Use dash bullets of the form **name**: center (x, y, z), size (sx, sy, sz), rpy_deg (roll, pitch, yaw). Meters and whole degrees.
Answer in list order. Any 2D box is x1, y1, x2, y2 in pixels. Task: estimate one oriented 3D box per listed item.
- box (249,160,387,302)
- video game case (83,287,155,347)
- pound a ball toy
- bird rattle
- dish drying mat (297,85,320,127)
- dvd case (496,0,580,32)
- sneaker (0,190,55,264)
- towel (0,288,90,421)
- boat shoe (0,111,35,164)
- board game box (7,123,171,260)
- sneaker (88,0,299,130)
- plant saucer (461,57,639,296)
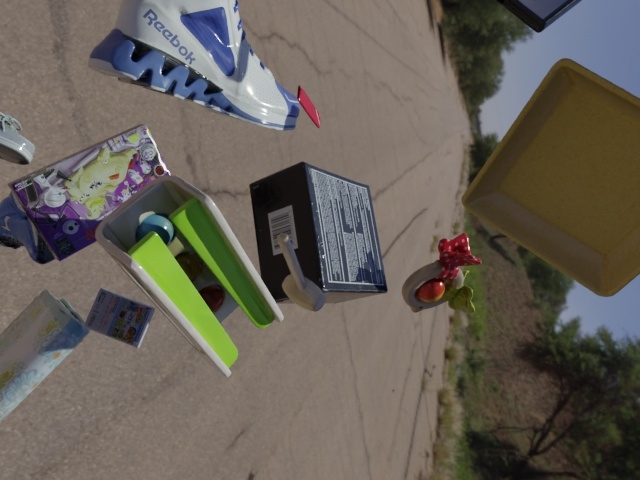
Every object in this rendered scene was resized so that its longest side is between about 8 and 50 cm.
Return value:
- **box**: center (0.000, 0.000, 1.250), size (0.294, 0.183, 0.296), rpy_deg (10, 68, -53)
- **video game case**: center (-0.413, 0.158, 1.050), size (0.011, 0.122, 0.087), rpy_deg (91, 19, -81)
- **pound a ball toy**: center (-0.140, 0.042, 0.738), size (0.208, 0.136, 0.319), rpy_deg (-45, 139, -20)
- **bird rattle**: center (0.308, 0.109, 1.301), size (0.253, 0.207, 0.143), rpy_deg (63, 2, -57)
- **dish drying mat**: center (-0.020, -0.234, 0.899), size (0.083, 0.008, 0.032), rpy_deg (47, 41, -55)
- **dvd case**: center (0.286, -0.429, 0.747), size (0.253, 0.180, 0.022), rpy_deg (48, -14, 15)
- **sneaker**: center (-0.815, -0.017, 1.404), size (0.147, 0.330, 0.129), rpy_deg (-44, 140, -12)
- **towel**: center (-0.761, 0.293, 1.305), size (0.320, 0.374, 0.090), rpy_deg (-52, 122, -18)
- **boat shoe**: center (-0.738, -0.272, 1.092), size (0.103, 0.320, 0.118), rpy_deg (-57, 169, -18)
- **board game box**: center (-0.543, -0.126, 1.267), size (0.347, 0.056, 0.208), rpy_deg (-37, 123, -31)
- **sneaker**: center (-0.137, -0.270, 0.702), size (0.316, 0.127, 0.182), rpy_deg (7, 105, -49)
- **plant saucer**: center (0.476, -0.106, 0.903), size (0.081, 0.333, 0.332), rpy_deg (-43, 164, -44)
